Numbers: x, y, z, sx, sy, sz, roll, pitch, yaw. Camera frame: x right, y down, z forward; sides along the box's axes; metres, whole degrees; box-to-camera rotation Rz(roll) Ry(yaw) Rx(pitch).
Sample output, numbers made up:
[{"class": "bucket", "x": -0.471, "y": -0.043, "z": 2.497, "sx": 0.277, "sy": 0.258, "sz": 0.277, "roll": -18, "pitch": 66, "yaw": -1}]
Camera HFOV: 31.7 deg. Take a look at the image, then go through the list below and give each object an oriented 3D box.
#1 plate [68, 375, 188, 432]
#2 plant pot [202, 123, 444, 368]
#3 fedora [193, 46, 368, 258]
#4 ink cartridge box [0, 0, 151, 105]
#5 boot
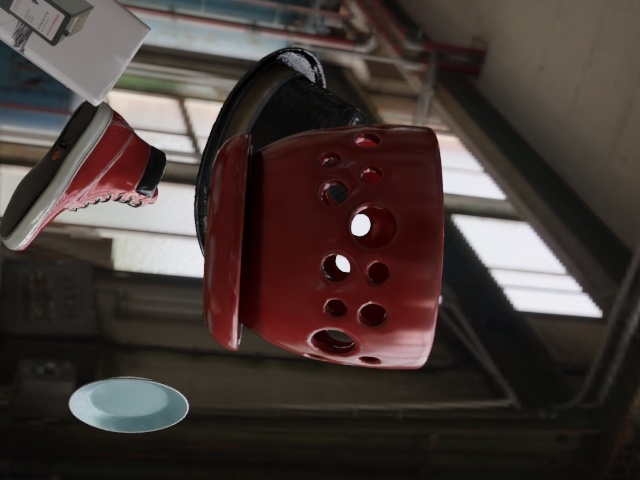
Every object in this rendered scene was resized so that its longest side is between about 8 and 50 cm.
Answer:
[{"class": "plate", "x": -0.302, "y": 0.254, "z": 1.783, "sx": 0.188, "sy": 0.188, "sz": 0.024, "roll": 118, "pitch": -24, "yaw": -50}, {"class": "plant pot", "x": 0.000, "y": 0.000, "z": 0.876, "sx": 0.191, "sy": 0.174, "sz": 0.191, "roll": -175, "pitch": -90, "yaw": -89}, {"class": "fedora", "x": -0.030, "y": -0.088, "z": 1.532, "sx": 0.152, "sy": 0.334, "sz": 0.334, "roll": 21, "pitch": -70, "yaw": 26}, {"class": "ink cartridge box", "x": -0.353, "y": -0.290, "z": 1.299, "sx": 0.115, "sy": 0.273, "sz": 0.198, "roll": -54, "pitch": -151, "yaw": -1}, {"class": "boot", "x": -0.329, "y": -0.058, "z": 1.611, "sx": 0.244, "sy": 0.176, "sz": 0.088, "roll": -53, "pitch": -140, "yaw": -7}]
